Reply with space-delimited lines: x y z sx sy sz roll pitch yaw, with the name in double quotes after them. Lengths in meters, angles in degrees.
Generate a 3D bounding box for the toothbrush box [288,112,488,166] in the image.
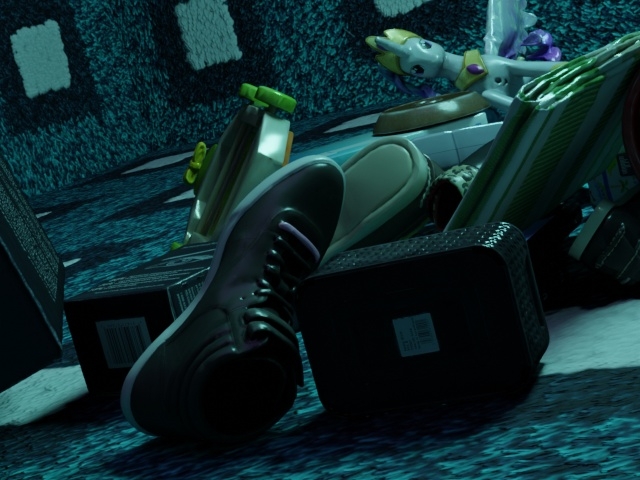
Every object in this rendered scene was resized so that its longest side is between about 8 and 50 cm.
0.077 -0.085 2.040 0.296 0.126 0.216 -18 9 -15 "toothbrush box"

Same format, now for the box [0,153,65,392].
-0.512 0.060 1.356 0.480 0.297 0.472 -30 10 -4 "box"

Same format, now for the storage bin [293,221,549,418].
0.083 0.065 1.178 0.180 0.122 0.084 -11 10 22 "storage bin"

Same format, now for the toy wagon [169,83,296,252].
-0.127 -0.086 2.029 0.068 0.267 0.344 23 2 -16 "toy wagon"

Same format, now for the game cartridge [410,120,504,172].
0.220 -0.098 1.831 0.297 0.062 0.198 -8 -17 -18 "game cartridge"

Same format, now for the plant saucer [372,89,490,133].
0.151 -0.181 2.022 0.168 0.029 0.168 -14 7 2 "plant saucer"

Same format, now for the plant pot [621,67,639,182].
0.408 -0.122 1.416 0.191 0.191 0.174 -10 8 30 "plant pot"

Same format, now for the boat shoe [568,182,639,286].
0.311 -0.002 1.420 0.079 0.084 0.233 30 20 18 "boat shoe"

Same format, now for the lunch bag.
0.359 -0.097 1.659 0.096 0.128 0.151 -19 12 -16 "lunch bag"

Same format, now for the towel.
0.243 -0.104 1.430 0.325 0.038 0.248 -32 -25 -43 "towel"

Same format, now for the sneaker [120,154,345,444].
-0.040 0.057 1.243 0.295 0.104 0.147 -55 32 -14 "sneaker"

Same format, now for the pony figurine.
0.286 -0.245 2.223 0.363 0.302 0.351 19 7 29 "pony figurine"

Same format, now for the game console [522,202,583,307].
0.168 0.026 1.512 0.213 0.044 0.361 -10 10 28 "game console"

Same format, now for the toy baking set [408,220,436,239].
0.149 -0.019 1.835 0.256 0.030 0.197 -23 12 -40 "toy baking set"

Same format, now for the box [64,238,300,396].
-0.135 0.074 1.506 0.153 0.108 0.207 -8 11 38 "box"

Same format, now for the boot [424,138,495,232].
0.185 -0.055 1.621 0.179 0.085 0.236 -33 -13 -23 "boot"

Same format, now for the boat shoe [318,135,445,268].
0.000 0.000 1.656 0.324 0.116 0.097 -34 -33 19 "boat shoe"
